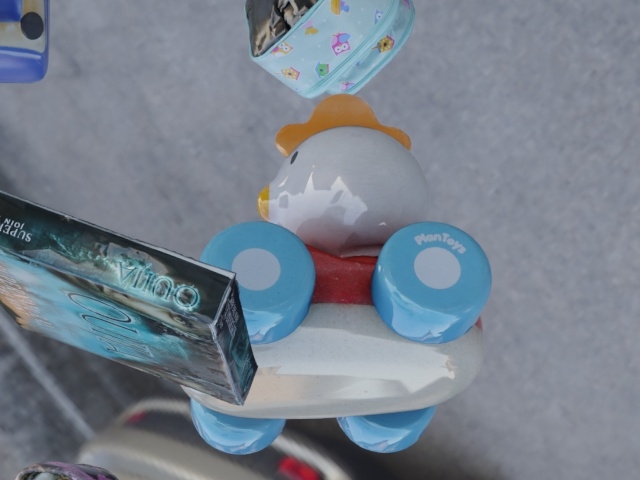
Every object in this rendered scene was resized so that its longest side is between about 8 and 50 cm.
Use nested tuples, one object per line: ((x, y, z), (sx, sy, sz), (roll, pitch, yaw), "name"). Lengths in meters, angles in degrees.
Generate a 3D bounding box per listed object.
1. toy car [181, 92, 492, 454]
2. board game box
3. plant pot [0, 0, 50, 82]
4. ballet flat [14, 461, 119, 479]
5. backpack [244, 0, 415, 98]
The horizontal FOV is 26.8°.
((0.000, 0.000, 0.939), (0.210, 0.238, 0.219), (0, 149, -7), "toy car")
((-0.094, 0.029, 0.605), (0.126, 0.026, 0.186), (19, 165, 6), "board game box")
((-0.316, -0.214, 0.939), (0.212, 0.236, 0.236), (4, 95, 47), "plant pot")
((-0.104, 0.193, 0.735), (0.221, 0.077, 0.079), (36, -172, 39), "ballet flat")
((0.009, -0.229, 1.360), (0.144, 0.166, 0.188), (42, -158, -19), "backpack")
